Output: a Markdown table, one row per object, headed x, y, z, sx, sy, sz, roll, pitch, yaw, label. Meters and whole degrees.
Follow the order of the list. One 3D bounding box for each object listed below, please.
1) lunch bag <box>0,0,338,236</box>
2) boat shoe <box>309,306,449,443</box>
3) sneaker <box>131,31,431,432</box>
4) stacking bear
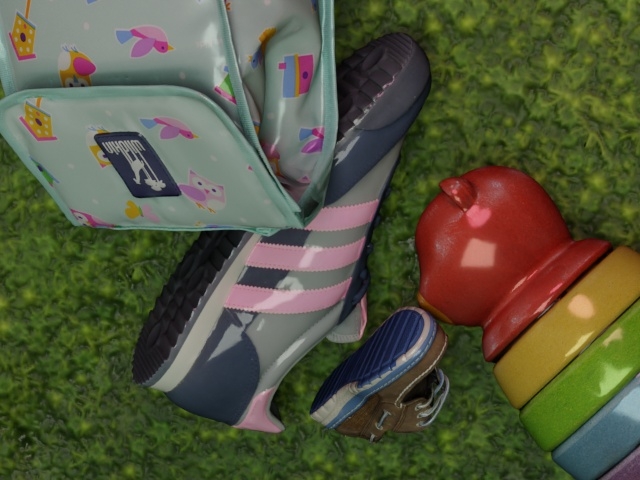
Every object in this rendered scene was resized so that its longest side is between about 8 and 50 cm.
| x | y | z | sx | sy | sz | roll | pitch | yaw | label |
| --- | --- | --- | --- | --- | --- | --- | --- | --- | --- |
| -0.107 | -0.131 | 1.293 | 0.223 | 0.160 | 0.262 | -1 | 100 | 35 | lunch bag |
| 0.056 | 0.100 | 1.351 | 0.066 | 0.183 | 0.066 | 32 | 65 | -8 | boat shoe |
| 0.000 | 0.000 | 1.371 | 0.131 | 0.112 | 0.319 | 32 | 105 | -22 | sneaker |
| 0.180 | 0.071 | 1.314 | 0.164 | 0.175 | 0.289 | -45 | 83 | 8 | stacking bear |
